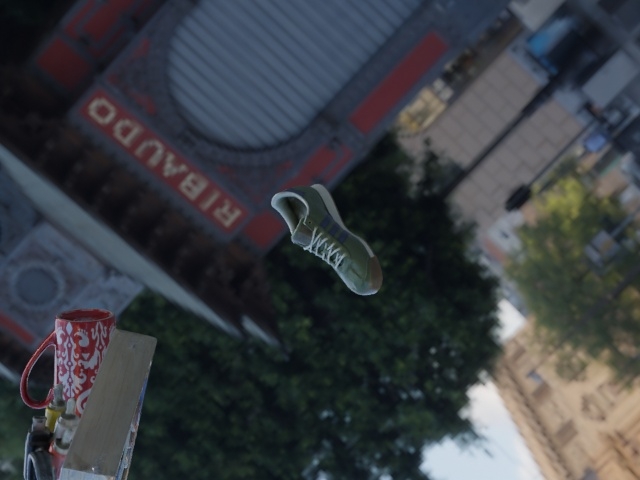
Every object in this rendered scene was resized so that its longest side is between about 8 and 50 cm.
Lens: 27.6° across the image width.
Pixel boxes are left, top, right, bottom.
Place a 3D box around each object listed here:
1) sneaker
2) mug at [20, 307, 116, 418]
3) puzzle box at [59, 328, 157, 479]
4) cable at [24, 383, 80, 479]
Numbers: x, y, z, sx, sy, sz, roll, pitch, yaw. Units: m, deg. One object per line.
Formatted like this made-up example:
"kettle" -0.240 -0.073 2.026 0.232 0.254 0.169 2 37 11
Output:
"sneaker" 0.000 0.000 1.731 0.086 0.064 0.192 -2 -133 -40
"mug" -0.376 0.198 2.004 0.150 0.169 0.113 -6 -167 -31
"puzzle box" -0.251 0.332 1.380 0.052 0.408 0.272 13 -155 -3
"cable" -0.363 0.341 1.753 0.072 0.287 0.139 0 -148 -16
